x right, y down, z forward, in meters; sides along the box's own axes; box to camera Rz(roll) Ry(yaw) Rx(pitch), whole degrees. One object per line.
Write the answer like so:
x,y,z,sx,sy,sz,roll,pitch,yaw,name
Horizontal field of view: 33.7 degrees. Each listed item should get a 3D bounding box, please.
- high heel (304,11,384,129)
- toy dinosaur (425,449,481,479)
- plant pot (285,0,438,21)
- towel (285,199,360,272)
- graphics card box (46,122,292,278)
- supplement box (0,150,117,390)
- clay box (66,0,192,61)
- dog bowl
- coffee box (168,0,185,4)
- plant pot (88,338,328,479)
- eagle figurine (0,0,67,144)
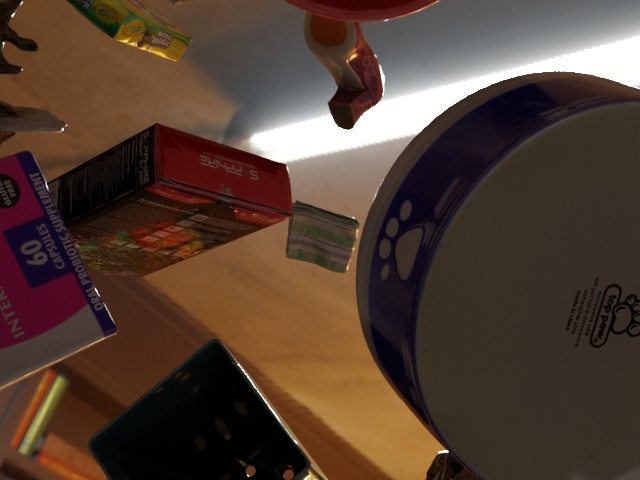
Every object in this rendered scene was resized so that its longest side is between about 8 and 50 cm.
0.045,-0.276,1.451,0.082,0.117,0.244,10,-43,28,high heel
0.204,0.372,1.083,0.218,0.164,0.322,-17,-82,29,toy dinosaur
0.043,-0.380,0.993,0.275,0.243,0.275,3,-56,4,plant pot
0.000,0.000,1.686,0.113,0.023,0.152,18,-33,4,towel
-0.249,-0.043,1.507,0.233,0.094,0.371,13,-25,-42,graphics card box
-0.234,0.051,0.529,0.114,0.220,0.111,-24,-87,51,supplement box
-0.307,-0.351,1.638,0.127,0.053,0.222,40,12,18,clay box
0.162,0.030,0.678,0.265,0.265,0.104,34,5,-23,dog bowl
-0.051,-0.532,1.321,0.338,0.338,0.334,3,-54,48,coffee box
-0.091,0.244,1.102,0.165,0.165,0.234,50,-3,26,plant pot
-0.430,-0.146,1.131,0.226,0.225,0.298,26,-57,-37,eagle figurine
